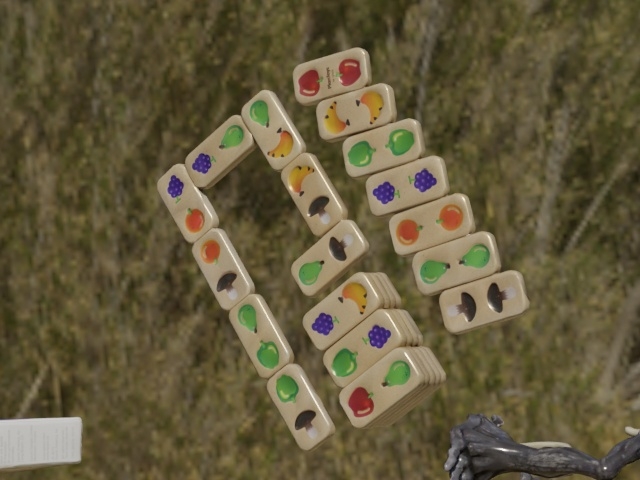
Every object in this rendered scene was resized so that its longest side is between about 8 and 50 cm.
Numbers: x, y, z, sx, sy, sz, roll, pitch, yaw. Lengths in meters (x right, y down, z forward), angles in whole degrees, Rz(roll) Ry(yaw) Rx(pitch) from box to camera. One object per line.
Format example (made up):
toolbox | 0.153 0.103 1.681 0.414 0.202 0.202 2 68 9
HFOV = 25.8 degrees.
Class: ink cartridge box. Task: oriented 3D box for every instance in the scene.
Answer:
ink cartridge box | -0.334 0.170 1.111 0.206 0.045 0.208 -13 -14 37

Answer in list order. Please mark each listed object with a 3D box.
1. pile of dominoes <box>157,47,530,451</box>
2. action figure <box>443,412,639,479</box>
pile of dominoes | 0.000 0.000 0.932 0.196 0.251 0.040 -40 -23 22
action figure | 0.215 0.146 0.758 0.275 0.141 0.164 -7 -54 18
